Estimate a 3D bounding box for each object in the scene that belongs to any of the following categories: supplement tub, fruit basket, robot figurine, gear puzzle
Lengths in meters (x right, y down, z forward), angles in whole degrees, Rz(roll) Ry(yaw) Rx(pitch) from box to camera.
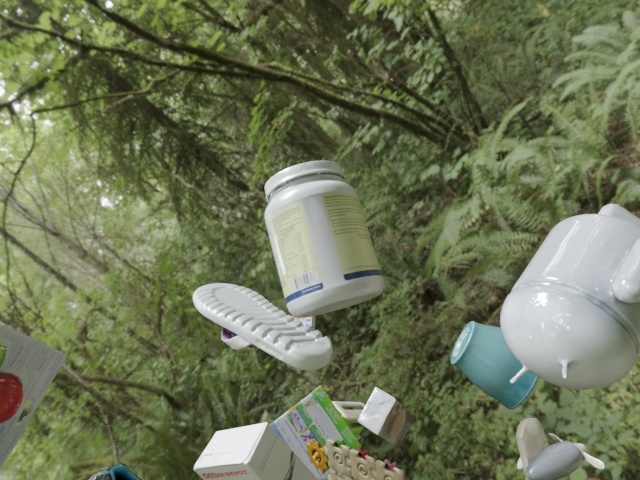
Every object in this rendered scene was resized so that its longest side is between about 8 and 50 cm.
[{"bbox_3d":[0.000,0.000,1.092,0.235,0.325,0.235,-15,-14,-4],"label":"supplement tub"},{"bbox_3d":[-0.778,0.339,0.997,0.353,0.165,0.327,67,-142,-56],"label":"fruit basket"},{"bbox_3d":[0.437,0.096,0.759,0.353,0.199,0.300,-46,-17,-24],"label":"robot figurine"},{"bbox_3d":[0.087,0.583,1.134,0.044,0.176,0.338,-14,10,-44],"label":"gear puzzle"}]

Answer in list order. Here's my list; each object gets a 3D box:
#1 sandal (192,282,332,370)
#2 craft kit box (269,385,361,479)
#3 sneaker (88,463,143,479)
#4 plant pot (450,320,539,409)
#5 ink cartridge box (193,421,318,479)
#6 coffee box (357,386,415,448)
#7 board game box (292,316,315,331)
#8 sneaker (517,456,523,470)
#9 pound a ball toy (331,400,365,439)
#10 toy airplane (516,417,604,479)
[{"bbox_3d":[-0.157,0.203,1.028,0.416,0.169,0.102,22,106,41],"label":"sandal"},{"bbox_3d":[-0.021,0.659,1.528,0.246,0.250,0.061,-25,-18,-39],"label":"craft kit box"},{"bbox_3d":[-0.441,0.702,1.131,0.139,0.341,0.125,-43,3,30],"label":"sneaker"},{"bbox_3d":[0.639,0.436,1.699,0.272,0.255,0.272,-60,-9,-15],"label":"plant pot"},{"bbox_3d":[-0.139,0.583,1.104,0.198,0.273,0.115,-24,19,33],"label":"ink cartridge box"},{"bbox_3d":[0.251,0.665,1.707,0.098,0.246,0.141,20,70,39],"label":"coffee box"},{"bbox_3d":[-0.071,0.340,1.866,0.103,0.026,0.154,-6,73,34],"label":"board game box"},{"bbox_3d":[0.686,0.702,1.449,0.051,0.070,0.134,-53,-12,-54],"label":"sneaker"},{"bbox_3d":[0.063,0.765,1.888,0.135,0.319,0.208,37,95,37],"label":"pound a ball toy"},{"bbox_3d":[0.542,0.640,0.983,0.272,0.386,0.385,-26,28,46],"label":"toy airplane"}]
